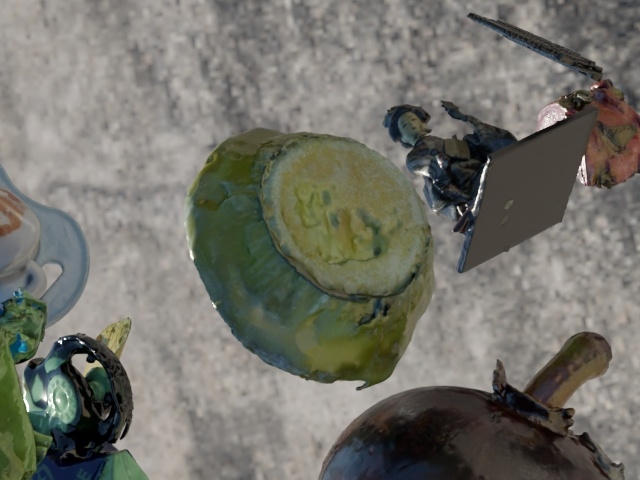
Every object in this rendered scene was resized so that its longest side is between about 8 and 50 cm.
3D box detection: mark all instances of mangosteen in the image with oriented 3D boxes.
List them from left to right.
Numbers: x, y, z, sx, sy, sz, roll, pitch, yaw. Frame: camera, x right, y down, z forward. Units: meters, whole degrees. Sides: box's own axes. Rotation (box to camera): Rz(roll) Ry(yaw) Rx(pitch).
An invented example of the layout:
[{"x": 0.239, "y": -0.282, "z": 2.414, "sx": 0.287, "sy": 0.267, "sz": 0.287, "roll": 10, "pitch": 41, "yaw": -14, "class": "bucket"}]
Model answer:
[{"x": 0.125, "y": 0.176, "z": 1.072, "sx": 0.261, "sy": 0.235, "sz": 0.235, "roll": -63, "pitch": 31, "yaw": 1, "class": "mangosteen"}]

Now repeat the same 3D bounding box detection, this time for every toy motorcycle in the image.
[{"x": -0.189, "y": 0.245, "z": 1.224, "sx": 0.196, "sy": 0.125, "sz": 0.331, "roll": -19, "pitch": 84, "yaw": 44, "class": "toy motorcycle"}]

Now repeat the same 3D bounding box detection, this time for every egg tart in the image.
[{"x": 0.000, "y": 0.000, "z": 1.016, "sx": 0.078, "sy": 0.197, "sz": 0.197, "roll": -47, "pitch": 58, "yaw": 51, "class": "egg tart"}]

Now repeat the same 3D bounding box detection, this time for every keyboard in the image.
[{"x": 0.213, "y": -0.198, "z": 1.518, "sx": 0.018, "sy": 0.060, "sz": 0.195, "roll": -67, "pitch": 28, "yaw": 10, "class": "keyboard"}]

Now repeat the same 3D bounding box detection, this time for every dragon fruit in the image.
[{"x": 0.325, "y": -0.139, "z": 1.784, "sx": 0.147, "sy": 0.102, "sz": 0.096, "roll": 47, "pitch": 144, "yaw": 40, "class": "dragon fruit"}]

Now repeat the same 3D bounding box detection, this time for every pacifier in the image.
[{"x": -0.425, "y": 0.028, "z": 1.850, "sx": 0.279, "sy": 0.227, "sz": 0.207, "roll": 37, "pitch": 154, "yaw": 6, "class": "pacifier"}]

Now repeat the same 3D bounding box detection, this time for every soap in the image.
[{"x": -0.281, "y": 0.166, "z": 1.936, "sx": 0.168, "sy": 0.033, "sz": 0.089, "roll": -70, "pitch": 25, "yaw": 16, "class": "soap"}]

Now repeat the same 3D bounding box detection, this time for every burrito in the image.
[{"x": -0.229, "y": 0.058, "z": 1.009, "sx": 0.054, "sy": 0.104, "sz": 0.288, "roll": 29, "pitch": 140, "yaw": 45, "class": "burrito"}]

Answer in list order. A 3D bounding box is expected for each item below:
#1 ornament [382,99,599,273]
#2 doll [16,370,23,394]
[{"x": 0.140, "y": -0.097, "z": 1.540, "sx": 0.196, "sy": 0.166, "sz": 0.153, "roll": 41, "pitch": 139, "yaw": 31, "class": "ornament"}, {"x": -0.390, "y": 0.166, "z": 1.792, "sx": 0.127, "sy": 0.073, "sz": 0.084, "roll": 103, "pitch": 156, "yaw": -60, "class": "doll"}]
